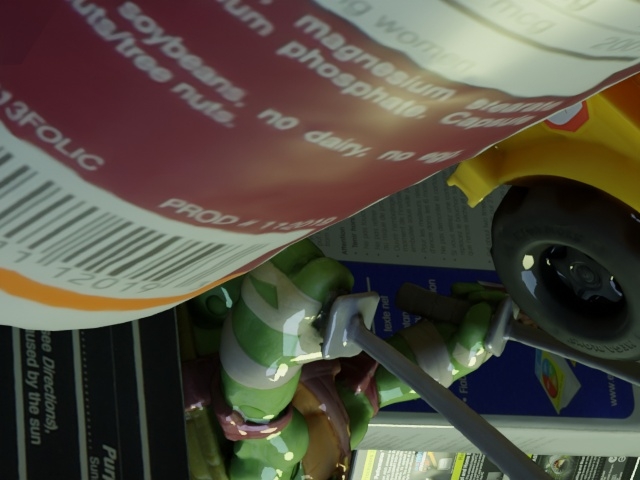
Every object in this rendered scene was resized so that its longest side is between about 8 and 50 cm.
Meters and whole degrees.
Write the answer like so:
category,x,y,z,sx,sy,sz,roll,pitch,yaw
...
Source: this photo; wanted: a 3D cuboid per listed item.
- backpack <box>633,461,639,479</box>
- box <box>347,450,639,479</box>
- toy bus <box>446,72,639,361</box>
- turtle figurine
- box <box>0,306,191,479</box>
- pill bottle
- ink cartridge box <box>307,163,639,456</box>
category,x,y,z,sx,sy,sz,roll,pitch,yaw
backpack,0.317,0.177,1.384,0.253,0.225,0.191,-9,159,37
box,0.111,0.155,1.294,0.216,0.060,0.270,0,124,-16
toy bus,0.115,-0.083,0.605,0.220,0.149,0.211,42,151,1
turtle figurine,0.016,0.005,0.739,0.198,0.266,0.275,-19,172,-42
box,-0.209,-0.020,0.581,0.183,0.296,0.294,-22,154,36
pill bottle,0.024,-0.139,0.431,0.224,0.224,0.392,12,152,-40
ink cartridge box,0.036,0.015,0.922,0.371,0.175,0.069,5,158,-29
